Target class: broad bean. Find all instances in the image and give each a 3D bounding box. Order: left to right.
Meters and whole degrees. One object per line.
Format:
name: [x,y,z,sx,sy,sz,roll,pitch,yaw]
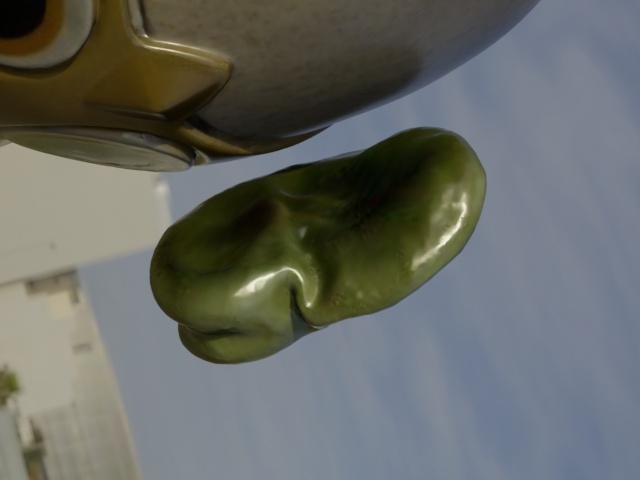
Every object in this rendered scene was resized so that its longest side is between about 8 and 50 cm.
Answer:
broad bean: [-0.001,-0.002,0.954,0.153,0.207,0.072,-118,-176,-49]

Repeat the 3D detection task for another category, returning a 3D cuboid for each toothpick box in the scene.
toothpick box: [-0.085,-0.240,0.944,0.409,0.425,0.409,-19,90,-84]
